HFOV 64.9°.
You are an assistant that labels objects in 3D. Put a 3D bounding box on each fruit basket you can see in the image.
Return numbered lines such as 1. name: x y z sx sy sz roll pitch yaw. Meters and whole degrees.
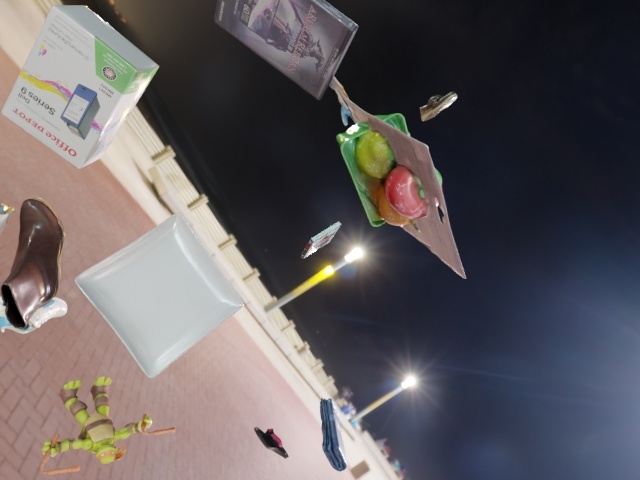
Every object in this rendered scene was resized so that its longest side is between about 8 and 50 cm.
1. fruit basket: 0.181 -0.124 1.064 0.353 0.166 0.327 42 -18 54

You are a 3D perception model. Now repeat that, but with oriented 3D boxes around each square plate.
1. square plate: -0.449 0.151 1.448 0.347 0.344 0.049 57 -28 -11

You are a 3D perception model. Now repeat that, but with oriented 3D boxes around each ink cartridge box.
1. ink cartridge box: -0.401 -0.252 0.840 0.154 0.212 0.093 39 24 -11

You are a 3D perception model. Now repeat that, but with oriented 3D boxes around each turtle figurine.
1. turtle figurine: -0.479 0.406 1.110 0.217 0.270 0.087 49 -47 38

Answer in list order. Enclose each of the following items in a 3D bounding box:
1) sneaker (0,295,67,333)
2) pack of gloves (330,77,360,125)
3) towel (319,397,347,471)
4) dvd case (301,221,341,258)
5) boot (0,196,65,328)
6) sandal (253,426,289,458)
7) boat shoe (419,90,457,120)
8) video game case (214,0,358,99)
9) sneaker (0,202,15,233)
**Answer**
1. sneaker: -0.780 0.202 1.358 0.092 0.088 0.229 67 13 14
2. pack of gloves: 0.051 -0.433 1.541 0.195 0.046 0.232 52 9 -44
3. towel: 0.020 0.337 0.879 0.119 0.029 0.067 -103 173 -65
4. dvd case: 0.000 0.000 1.247 0.013 0.087 0.119 53 -25 11
5. boot: -0.650 0.045 1.128 0.206 0.090 0.248 -102 -168 -65
6. sandal: -0.129 0.550 1.389 0.067 0.040 0.179 44 -8 45
7. boat shoe: 0.337 -0.399 1.469 0.049 0.056 0.152 62 -29 1
8. video game case: -0.076 -0.418 0.969 0.274 0.026 0.196 37 -30 -1
9. sneaker: -0.768 -0.061 1.155 0.215 0.084 0.083 11 -21 49
